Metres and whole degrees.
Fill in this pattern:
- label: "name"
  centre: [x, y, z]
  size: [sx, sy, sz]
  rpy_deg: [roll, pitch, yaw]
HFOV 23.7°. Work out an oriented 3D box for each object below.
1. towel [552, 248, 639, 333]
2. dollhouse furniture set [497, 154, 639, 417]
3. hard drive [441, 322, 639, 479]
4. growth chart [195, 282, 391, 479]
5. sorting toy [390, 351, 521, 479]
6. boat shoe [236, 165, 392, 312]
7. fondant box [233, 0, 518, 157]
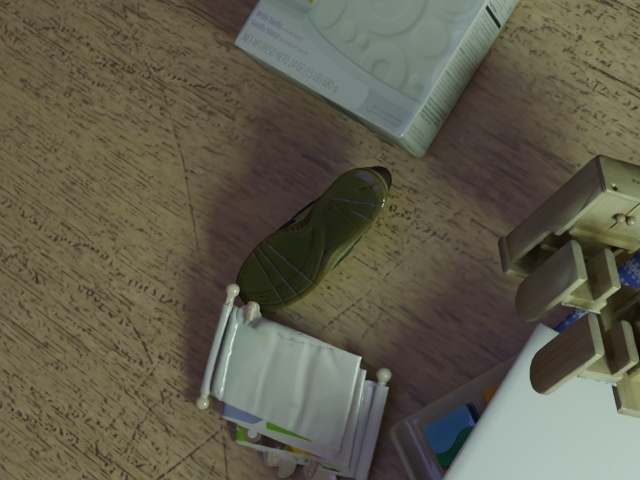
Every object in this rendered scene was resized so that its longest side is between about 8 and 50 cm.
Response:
- label: "towel"
  centre: [0.329, 0.161, 1.535]
  size: [0.336, 0.040, 0.243]
  rpy_deg: [-44, 67, 7]
- label: "dollhouse furniture set"
  centre: [0.275, 0.069, 1.446]
  size: [0.161, 0.212, 0.242]
  rpy_deg: [-46, 39, 45]
- label: "hard drive"
  centre: [0.219, 0.258, 1.465]
  size: [0.203, 0.040, 0.307]
  rpy_deg: [30, 75, 16]
- label: "growth chart"
  centre: [-0.033, 0.170, 1.656]
  size: [0.237, 0.021, 0.172]
  rpy_deg: [26, 103, 23]
- label: "sorting toy"
  centre: [0.192, 0.225, 1.544]
  size: [0.208, 0.038, 0.193]
  rpy_deg: [-30, 68, 14]
- label: "boat shoe"
  centre: [0.000, -0.001, 1.671]
  size: [0.223, 0.073, 0.080]
  rpy_deg: [-44, 82, 27]
- label: "fondant box"
  centre: [0.091, -0.293, 1.688]
  size: [0.238, 0.096, 0.330]
  rpy_deg: [31, 89, 23]
